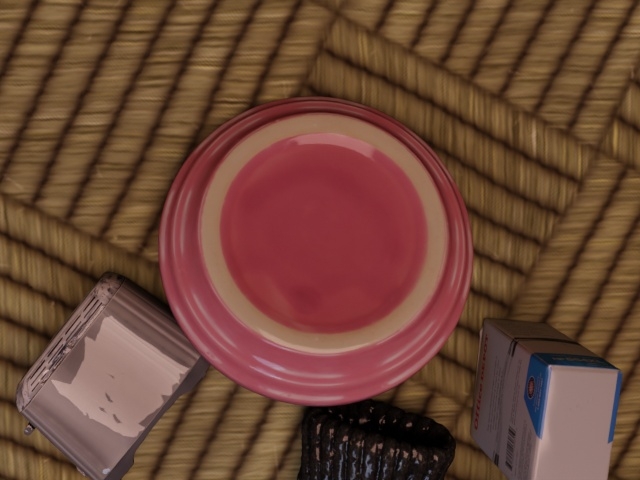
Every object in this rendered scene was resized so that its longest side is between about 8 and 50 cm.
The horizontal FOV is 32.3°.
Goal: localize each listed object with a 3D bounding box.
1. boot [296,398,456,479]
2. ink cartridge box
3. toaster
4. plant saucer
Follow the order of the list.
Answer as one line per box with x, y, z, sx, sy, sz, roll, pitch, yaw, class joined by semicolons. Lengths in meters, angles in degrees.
0.123;0.332;1.245;0.347;0.131;0.260;14;98;-9;boot
0.237;0.179;1.197;0.085;0.203;0.148;4;99;-10;ink cartridge box
-0.215;0.135;1.171;0.146;0.129;0.227;38;92;-9;toaster
0.000;0.000;1.134;0.332;0.084;0.332;2;75;-7;plant saucer
